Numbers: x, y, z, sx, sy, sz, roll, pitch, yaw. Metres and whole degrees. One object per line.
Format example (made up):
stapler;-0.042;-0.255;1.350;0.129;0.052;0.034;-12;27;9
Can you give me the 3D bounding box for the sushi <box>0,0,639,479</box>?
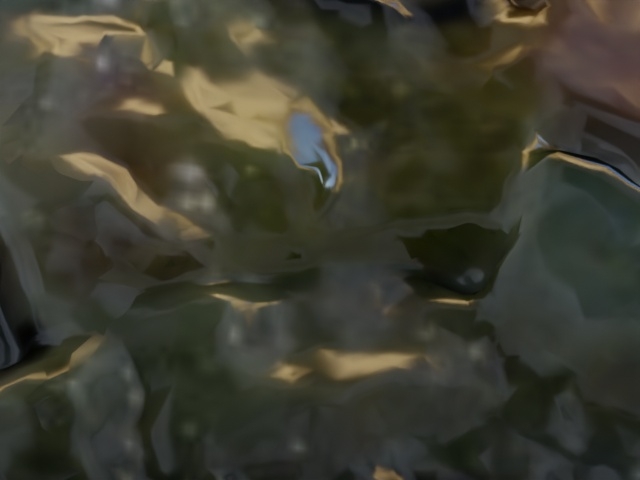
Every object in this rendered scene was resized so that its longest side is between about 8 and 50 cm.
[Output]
sushi;0.000;0.000;0.463;0.352;0.294;0.178;0;-31;-6
